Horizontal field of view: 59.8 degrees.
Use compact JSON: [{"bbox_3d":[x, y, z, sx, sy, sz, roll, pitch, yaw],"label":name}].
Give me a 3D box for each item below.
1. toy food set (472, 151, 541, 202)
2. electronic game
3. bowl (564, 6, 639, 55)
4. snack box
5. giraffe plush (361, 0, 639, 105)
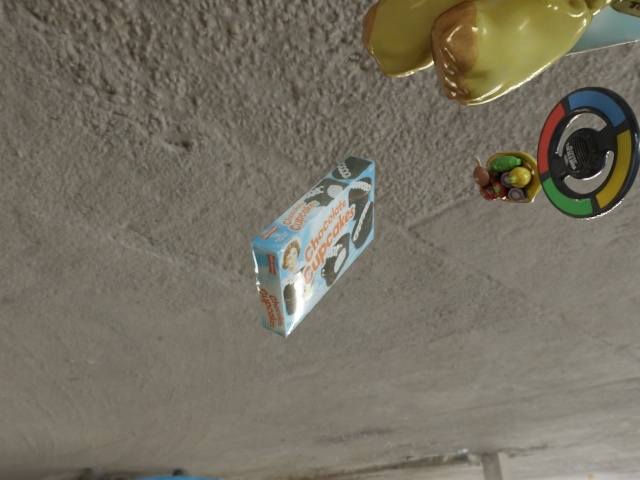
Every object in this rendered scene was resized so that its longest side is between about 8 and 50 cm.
[{"bbox_3d":[0.430,-0.143,1.347,0.071,0.128,0.218,-21,-166,-23],"label":"toy food set"},{"bbox_3d":[0.461,-0.152,0.975,0.048,0.229,0.229,-4,153,-18],"label":"electronic game"},{"bbox_3d":[0.349,-0.323,0.661,0.312,0.311,0.163,-11,107,13],"label":"bowl"},{"bbox_3d":[0.000,0.000,1.001,0.060,0.322,0.187,18,132,26],"label":"snack box"},{"bbox_3d":[0.103,-0.194,0.303,0.210,0.181,0.170,16,156,42],"label":"giraffe plush"}]
